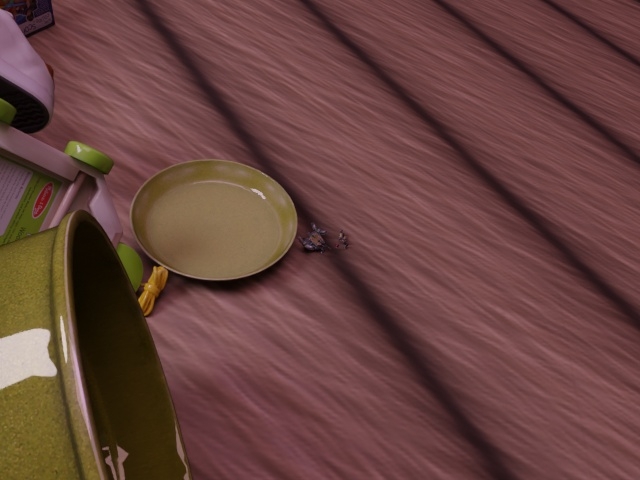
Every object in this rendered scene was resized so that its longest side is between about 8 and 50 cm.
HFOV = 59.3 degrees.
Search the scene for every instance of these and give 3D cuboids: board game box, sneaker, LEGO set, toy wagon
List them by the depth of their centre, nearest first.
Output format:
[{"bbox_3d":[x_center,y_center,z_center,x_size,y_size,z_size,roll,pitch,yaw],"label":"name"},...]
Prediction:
[{"bbox_3d":[-0.431,-0.247,0.631,0.106,0.290,0.123,-23,51,17],"label":"sneaker"},{"bbox_3d":[-0.339,0.005,0.642,0.068,0.344,0.267,17,80,47],"label":"toy wagon"},{"bbox_3d":[0.002,0.002,0.861,0.083,0.023,0.054,15,49,-18],"label":"LEGO set"},{"bbox_3d":[-0.575,-0.420,1.007,0.035,0.136,0.201,29,48,11],"label":"board game box"}]

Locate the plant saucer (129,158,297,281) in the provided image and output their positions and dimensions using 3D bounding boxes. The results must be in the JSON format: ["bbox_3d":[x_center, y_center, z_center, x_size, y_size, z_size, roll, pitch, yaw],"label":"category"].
[{"bbox_3d":[-0.155,-0.028,0.834,0.241,0.037,0.240,6,48,-7],"label":"plant saucer"}]

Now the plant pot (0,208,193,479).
[{"bbox_3d":[-0.301,0.201,0.421,0.353,0.366,0.366,-17,55,-12],"label":"plant pot"}]
